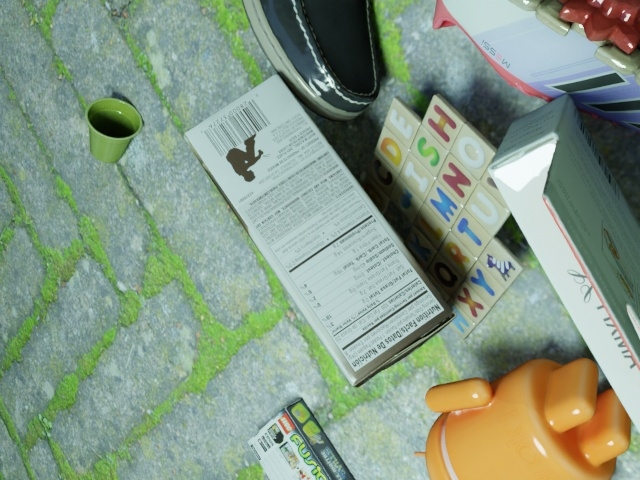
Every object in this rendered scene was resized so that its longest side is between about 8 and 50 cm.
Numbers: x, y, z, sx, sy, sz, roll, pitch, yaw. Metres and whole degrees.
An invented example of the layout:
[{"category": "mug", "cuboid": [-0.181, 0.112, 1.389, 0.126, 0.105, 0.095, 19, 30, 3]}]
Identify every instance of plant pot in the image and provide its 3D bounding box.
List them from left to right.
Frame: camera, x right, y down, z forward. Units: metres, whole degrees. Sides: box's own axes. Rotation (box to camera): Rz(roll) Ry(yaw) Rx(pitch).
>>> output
[{"category": "plant pot", "cuboid": [-0.325, -0.163, 1.049, 0.083, 0.083, 0.079, 56, 142, 16]}]

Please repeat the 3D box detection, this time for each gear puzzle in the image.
[{"category": "gear puzzle", "cuboid": [0.196, -0.213, 0.494, 0.339, 0.175, 0.044, 41, 146, 17]}]

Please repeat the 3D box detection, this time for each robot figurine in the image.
[{"category": "robot figurine", "cuboid": [0.189, 0.196, 0.656, 0.219, 0.158, 0.128, -45, 43, 38]}]

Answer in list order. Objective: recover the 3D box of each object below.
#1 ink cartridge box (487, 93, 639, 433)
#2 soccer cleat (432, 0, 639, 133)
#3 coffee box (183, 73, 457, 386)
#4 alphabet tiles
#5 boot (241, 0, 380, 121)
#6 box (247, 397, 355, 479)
[{"category": "ink cartridge box", "cuboid": [0.208, 0.051, 0.481, 0.060, 0.239, 0.275, -26, 101, 32]}, {"category": "soccer cleat", "cuboid": [0.222, -0.153, 0.568, 0.318, 0.109, 0.116, 48, 139, 24]}, {"category": "coffee box", "cuboid": [0.000, 0.000, 0.712, 0.119, 0.168, 0.297, -34, 78, -4]}, {"category": "alphabet tiles", "cuboid": [0.118, -0.025, 0.677, 0.198, 0.009, 0.237, 50, 152, 20]}, {"category": "boot", "cuboid": [0.050, -0.332, 0.645, 0.284, 0.138, 0.377, -18, 83, 42]}, {"category": "box", "cuboid": [-0.008, 0.331, 0.918, 0.207, 0.036, 0.114, 55, 129, 16]}]
